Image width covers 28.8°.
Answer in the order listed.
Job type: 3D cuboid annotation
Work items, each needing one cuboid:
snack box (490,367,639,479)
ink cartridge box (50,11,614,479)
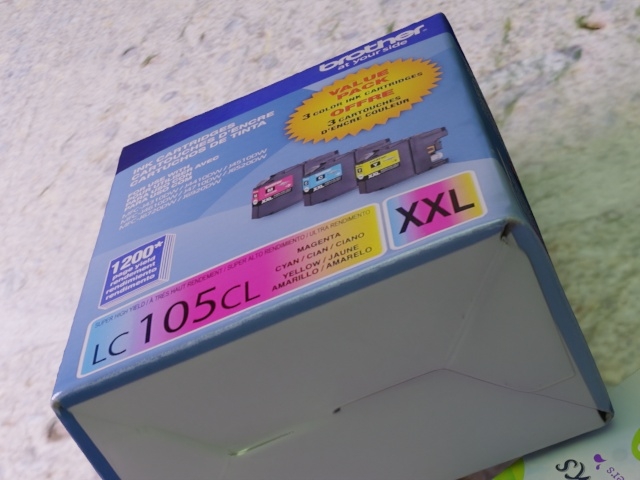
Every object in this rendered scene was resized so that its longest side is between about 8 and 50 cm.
[{"bbox_3d":[0.193,0.152,0.634,0.207,0.070,0.174,-36,38,-7],"label":"snack box"},{"bbox_3d":[0.000,0.000,0.819,0.270,0.151,0.395,-22,25,9],"label":"ink cartridge box"}]
